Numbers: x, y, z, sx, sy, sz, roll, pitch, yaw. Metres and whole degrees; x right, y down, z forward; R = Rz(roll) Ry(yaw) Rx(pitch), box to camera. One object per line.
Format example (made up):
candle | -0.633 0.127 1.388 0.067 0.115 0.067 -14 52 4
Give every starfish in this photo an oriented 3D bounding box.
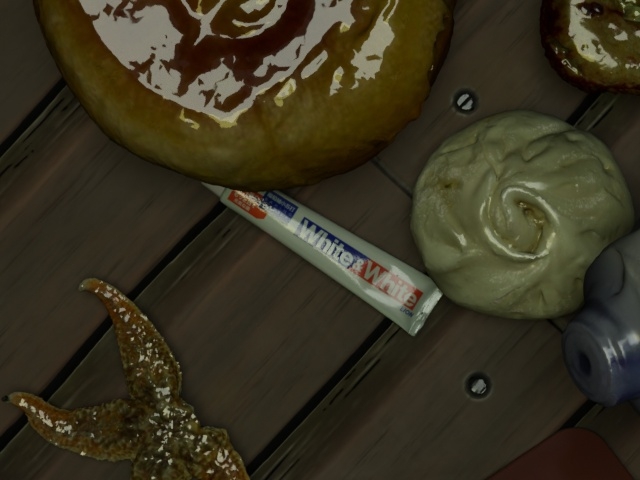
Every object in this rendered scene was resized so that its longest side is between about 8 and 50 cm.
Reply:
starfish | -0.155 0.158 1.446 0.138 0.050 0.247 -35 78 -1

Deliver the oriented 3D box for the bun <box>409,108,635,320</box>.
bun | 0.162 -0.024 1.426 0.183 0.102 0.183 0 82 0

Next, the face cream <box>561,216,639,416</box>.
face cream | 0.378 0.026 1.343 0.420 0.137 0.235 -19 77 -14

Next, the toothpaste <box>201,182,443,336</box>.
toothpaste | 0.000 0.000 1.464 0.218 0.033 0.052 32 85 -1

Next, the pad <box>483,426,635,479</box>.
pad | 0.152 0.279 1.411 0.267 0.004 0.181 -33 68 -7

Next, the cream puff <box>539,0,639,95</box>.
cream puff | 0.247 -0.180 1.448 0.149 0.084 0.149 0 87 -2

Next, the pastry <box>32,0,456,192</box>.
pastry | -0.053 -0.207 1.422 0.356 0.164 0.356 0 89 -3
